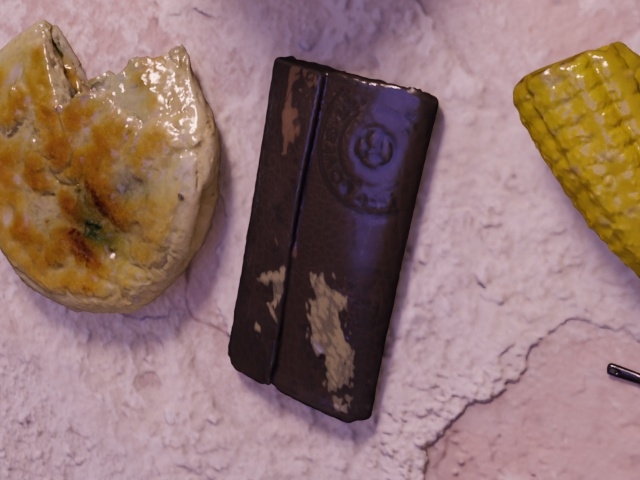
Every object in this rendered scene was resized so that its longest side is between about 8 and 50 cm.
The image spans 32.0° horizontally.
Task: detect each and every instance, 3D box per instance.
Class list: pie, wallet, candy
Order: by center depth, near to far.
[{"bbox_3d":[0.234,-0.055,0.863,0.198,0.094,0.106,62,156,3],"label":"candy"},{"bbox_3d":[0.000,0.000,1.042,0.170,0.044,0.321,19,107,26],"label":"wallet"},{"bbox_3d":[-0.240,-0.067,1.163,0.338,0.075,0.337,5,100,31],"label":"pie"}]

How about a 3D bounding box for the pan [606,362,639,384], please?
[{"bbox_3d":[0.282,0.123,0.897,0.115,0.023,0.068,17,106,29],"label":"pan"}]
